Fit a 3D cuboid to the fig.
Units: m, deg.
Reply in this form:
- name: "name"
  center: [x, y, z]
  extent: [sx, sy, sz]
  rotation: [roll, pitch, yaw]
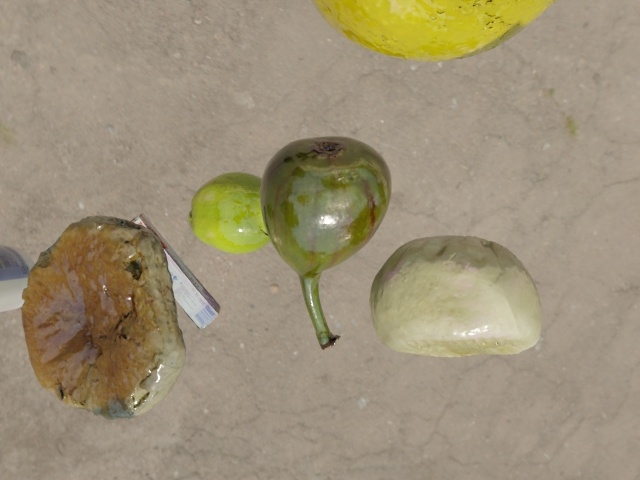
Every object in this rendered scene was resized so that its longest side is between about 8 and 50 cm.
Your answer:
- name: "fig"
  center: [0.000, 0.000, 0.766]
  extent: [0.151, 0.151, 0.259]
  rotation: [-10, 126, -22]

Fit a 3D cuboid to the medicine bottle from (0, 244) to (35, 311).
- name: "medicine bottle"
  center: [-0.494, 0.058, 0.885]
  extent: [0.103, 0.187, 0.102]
  rotation: [0, 91, 9]

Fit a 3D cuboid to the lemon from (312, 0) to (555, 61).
- name: "lemon"
  center: [0.066, -0.198, 0.382]
  extent: [0.174, 0.206, 0.173]
  rotation: [-9, 117, -19]

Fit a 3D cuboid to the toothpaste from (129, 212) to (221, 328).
- name: "toothpaste"
  center: [-0.227, 0.047, 0.964]
  extent: [0.040, 0.047, 0.196]
  rotation: [-37, 103, 1]

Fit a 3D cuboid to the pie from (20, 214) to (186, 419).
- name: "pie"
  center: [-0.210, 0.075, 0.599]
  extent: [0.195, 0.195, 0.046]
  rotation: [-63, 158, 12]

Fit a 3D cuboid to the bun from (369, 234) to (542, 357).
- name: "bun"
  center: [0.151, 0.062, 0.696]
  extent: [0.193, 0.179, 0.127]
  rotation: [31, 56, -57]

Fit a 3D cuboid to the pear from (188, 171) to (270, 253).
- name: "pear"
  center: [-0.197, -0.061, 1.410]
  extent: [0.220, 0.187, 0.187]
  rotation: [4, 121, 21]
